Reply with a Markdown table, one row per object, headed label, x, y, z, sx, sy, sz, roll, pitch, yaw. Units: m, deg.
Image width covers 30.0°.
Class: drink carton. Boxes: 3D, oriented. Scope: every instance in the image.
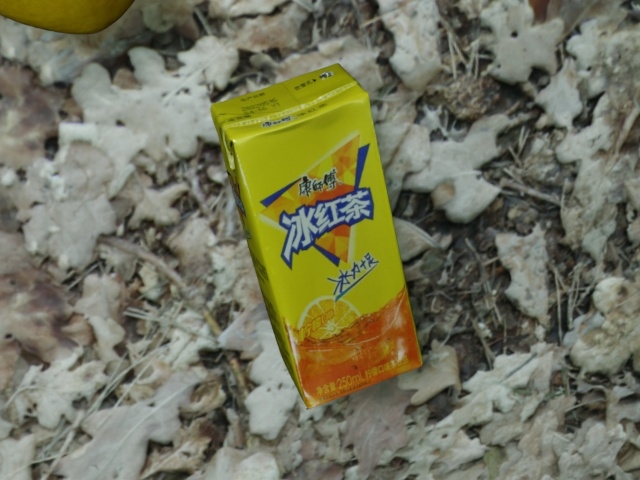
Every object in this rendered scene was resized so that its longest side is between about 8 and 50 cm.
| label | x | y | z | sx | sy | sz | roll | pitch | yaw |
| --- | --- | --- | --- | --- | --- | --- | --- | --- | --- |
| drink carton | 0.000 | 0.000 | 1.309 | 0.154 | 0.111 | 0.351 | -20 | 122 | -10 |

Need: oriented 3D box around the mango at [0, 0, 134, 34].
| label | x | y | z | sx | sy | sz | roll | pitch | yaw |
| --- | --- | --- | --- | --- | --- | --- | --- | --- | --- |
| mango | -0.252 | -0.372 | 0.924 | 0.300 | 0.232 | 0.446 | 0 | 126 | 19 |
